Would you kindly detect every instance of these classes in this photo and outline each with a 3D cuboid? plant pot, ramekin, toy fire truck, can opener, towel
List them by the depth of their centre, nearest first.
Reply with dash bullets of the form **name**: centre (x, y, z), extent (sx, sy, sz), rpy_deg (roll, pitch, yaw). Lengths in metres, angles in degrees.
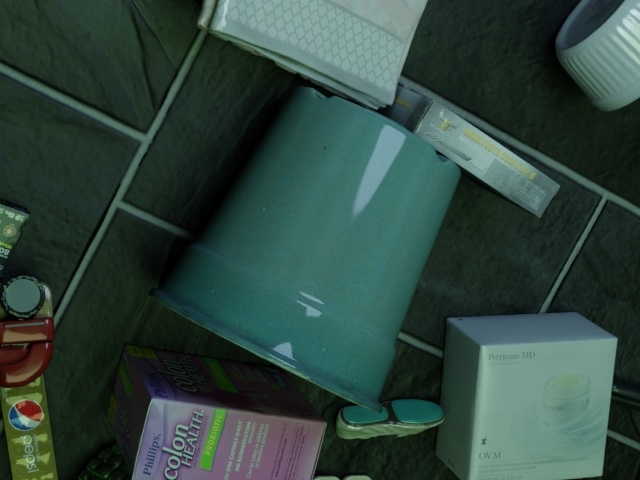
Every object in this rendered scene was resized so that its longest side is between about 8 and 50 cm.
- **toy fire truck**: centre (-0.443, 0.170, 1.686), extent (0.217, 0.158, 0.246), rpy_deg (-3, 86, -18)
- **towel**: centre (0.019, -0.362, 1.724), extent (0.332, 0.053, 0.317), rpy_deg (19, 89, -40)
- **plant pot**: centre (0.000, 0.000, 1.752), extent (0.341, 0.341, 0.334), rpy_deg (27, 87, -23)
- **ramekin**: centre (0.423, -0.292, 1.866), extent (0.109, 0.207, 0.207), rpy_deg (39, 90, -14)
- **can opener**: centre (0.528, 0.255, 2.133), extent (0.186, 0.073, 0.059), rpy_deg (10, 140, -17)

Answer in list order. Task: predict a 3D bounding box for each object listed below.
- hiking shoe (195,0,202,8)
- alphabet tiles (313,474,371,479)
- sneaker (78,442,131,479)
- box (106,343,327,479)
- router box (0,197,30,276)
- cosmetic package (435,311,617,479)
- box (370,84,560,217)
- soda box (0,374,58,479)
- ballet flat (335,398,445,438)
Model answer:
- **hiking shoe**: centre (-0.125, -0.377, 1.705), extent (0.132, 0.113, 0.304), rpy_deg (-37, 113, -5)
- **alphabet tiles**: centre (-0.005, 0.487, 1.989), extent (0.284, 0.021, 0.278), rpy_deg (6, 92, -32)
- **sneaker**: centre (-0.306, 0.402, 1.871), extent (0.343, 0.134, 0.146), rpy_deg (-34, 149, -14)
- **box**: centre (-0.146, 0.244, 1.813), extent (0.243, 0.213, 0.117), rpy_deg (10, 101, -20)
- **router box**: centre (-0.451, -0.018, 1.736), extent (0.122, 0.038, 0.092), rpy_deg (22, 97, -22)
- **cosmetic package**: centre (0.305, 0.234, 2.002), extent (0.224, 0.138, 0.224), rpy_deg (-2, 104, -18)
- **box**: centre (0.194, -0.129, 1.841), extent (0.231, 0.183, 0.056), rpy_deg (31, 93, -22)
- **soda box**: centre (-0.398, 0.255, 1.818), extent (0.061, 0.058, 0.181), rpy_deg (-9, 108, -16)
- **ballet flat**: centre (0.101, 0.270, 1.998), extent (0.168, 0.057, 0.052), rpy_deg (1, 132, -15)
